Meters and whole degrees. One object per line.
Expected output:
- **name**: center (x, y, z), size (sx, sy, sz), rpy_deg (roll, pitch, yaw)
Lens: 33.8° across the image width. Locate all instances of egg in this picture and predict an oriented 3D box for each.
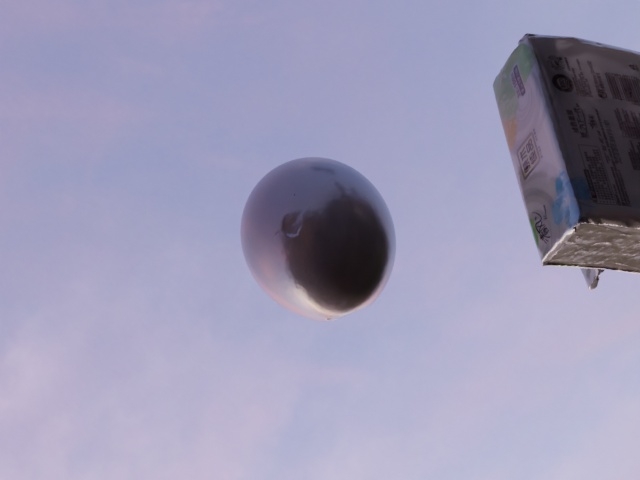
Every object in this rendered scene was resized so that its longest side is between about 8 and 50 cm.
- **egg**: center (0.000, 0.000, 1.204), size (0.176, 0.232, 0.176), rpy_deg (-9, -60, -17)

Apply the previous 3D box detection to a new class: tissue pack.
- **tissue pack**: center (0.269, -0.075, 1.082), size (0.159, 0.229, 0.145), rpy_deg (4, -33, -22)
